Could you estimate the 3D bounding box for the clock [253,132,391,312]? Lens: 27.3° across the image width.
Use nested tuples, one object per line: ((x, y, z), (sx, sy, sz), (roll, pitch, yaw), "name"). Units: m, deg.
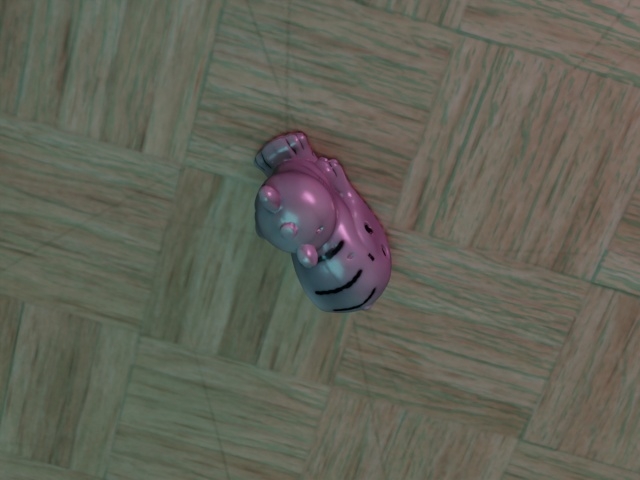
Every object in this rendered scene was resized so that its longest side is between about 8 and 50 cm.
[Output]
((-0.001, 0.000, 1.181), (0.080, 0.117, 0.176), (-26, 115, 20), "clock")
